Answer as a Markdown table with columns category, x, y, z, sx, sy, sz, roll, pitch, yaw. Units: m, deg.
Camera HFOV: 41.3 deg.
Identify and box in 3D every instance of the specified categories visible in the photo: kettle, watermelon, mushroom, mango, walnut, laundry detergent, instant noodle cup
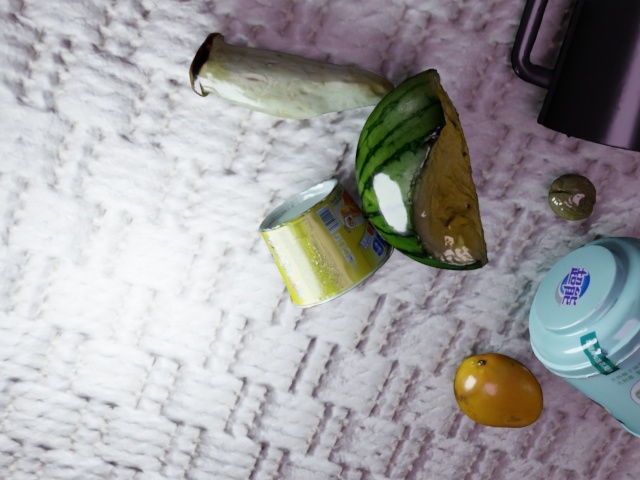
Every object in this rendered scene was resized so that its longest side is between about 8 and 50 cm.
| category | x | y | z | sx | sy | sz | roll | pitch | yaw |
| --- | --- | --- | --- | --- | --- | --- | --- | --- | --- |
| kettle | 0.481 | -0.322 | 1.406 | 0.203 | 0.262 | 0.307 | -6 | 114 | -45 |
| watermelon | 0.150 | -0.105 | 1.367 | 0.190 | 0.330 | 0.330 | -11 | 113 | 10 |
| mushroom | -0.046 | -0.251 | 1.379 | 0.334 | 0.087 | 0.107 | 11 | 109 | -16 |
| mango | 0.353 | 0.299 | 1.653 | 0.219 | 0.112 | 0.144 | 31 | 103 | -31 |
| walnut | 0.455 | -0.078 | 1.532 | 0.092 | 0.092 | 0.092 | -3 | 112 | -8 |
| laundry detergent | 0.554 | 0.163 | 1.532 | 0.305 | 0.287 | 0.287 | 37 | 102 | -20 |
| instant noodle cup | 0.000 | 0.000 | 1.430 | 0.205 | 0.205 | 0.153 | -32 | 107 | 4 |
